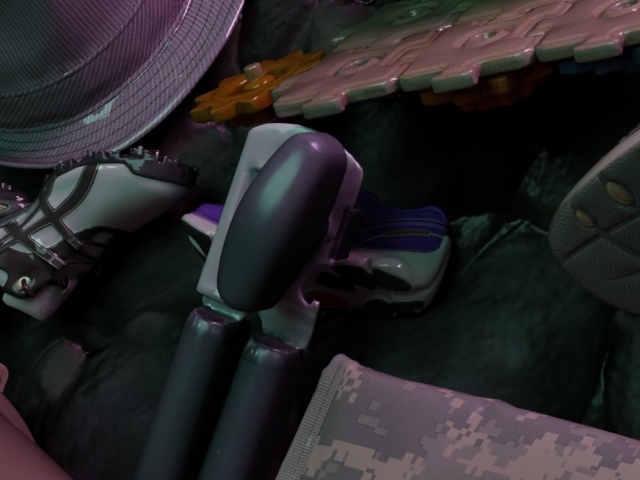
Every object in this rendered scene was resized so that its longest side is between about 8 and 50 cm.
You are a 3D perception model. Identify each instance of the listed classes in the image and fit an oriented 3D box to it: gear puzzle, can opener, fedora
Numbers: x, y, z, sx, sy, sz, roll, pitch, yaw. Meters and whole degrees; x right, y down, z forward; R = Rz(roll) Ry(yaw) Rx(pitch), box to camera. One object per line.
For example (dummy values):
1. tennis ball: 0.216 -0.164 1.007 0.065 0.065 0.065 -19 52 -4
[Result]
1. gear puzzle: 0.068 -0.097 1.081 0.339 0.044 0.175 -10 22 31
2. can opener: -0.053 0.066 1.051 0.074 0.093 0.280 24 104 25
3. fedora: -0.193 -0.179 1.273 0.244 0.124 0.275 -50 46 -8

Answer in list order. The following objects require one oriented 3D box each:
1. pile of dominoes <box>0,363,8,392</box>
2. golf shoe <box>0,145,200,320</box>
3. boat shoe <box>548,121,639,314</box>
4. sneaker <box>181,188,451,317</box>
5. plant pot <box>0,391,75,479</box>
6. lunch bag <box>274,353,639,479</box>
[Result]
1. pile of dominoes: -0.256 0.175 1.110 0.040 0.196 0.251 8 73 35
2. golf shoe: -0.153 0.001 1.217 0.198 0.077 0.094 -18 69 34
3. boat shoe: 0.256 -0.068 0.953 0.324 0.123 0.116 -30 20 29
4. sneaker: 0.000 0.000 1.124 0.170 0.068 0.071 8 57 28
5. plant pot: -0.195 0.223 0.965 0.280 0.323 0.323 17 78 37
6. lunch bag: 0.073 0.228 0.880 0.235 0.169 0.287 13 70 37
